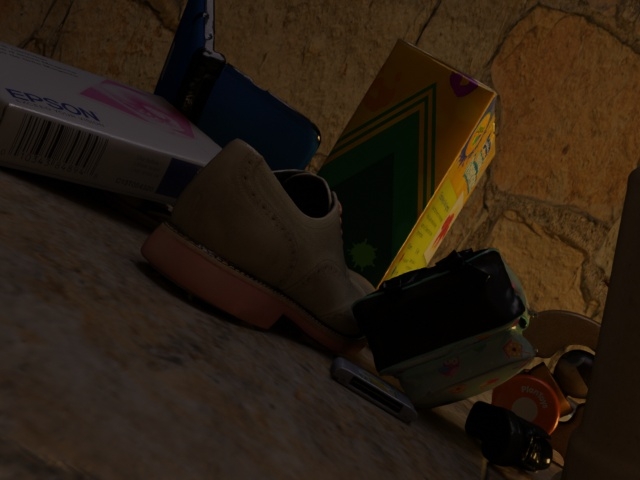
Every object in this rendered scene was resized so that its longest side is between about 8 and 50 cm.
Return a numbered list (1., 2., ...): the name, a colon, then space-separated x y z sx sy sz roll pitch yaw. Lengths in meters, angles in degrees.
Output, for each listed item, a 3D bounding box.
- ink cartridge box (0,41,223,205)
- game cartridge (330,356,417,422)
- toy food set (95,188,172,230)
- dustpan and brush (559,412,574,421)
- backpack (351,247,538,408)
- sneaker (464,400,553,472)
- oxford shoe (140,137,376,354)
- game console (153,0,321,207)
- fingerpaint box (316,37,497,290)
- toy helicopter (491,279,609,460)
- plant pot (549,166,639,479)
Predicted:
1. ink cartridge box: -0.281 -0.152 0.965 0.324 0.071 0.330 12 23 -49
2. game cartridge: 0.048 0.133 0.767 0.083 0.017 0.056 31 -2 -3
3. toy food set: -0.207 -0.046 0.992 0.192 0.038 0.132 32 2 5
4. dustpan and brush: 0.497 0.362 1.464 0.211 0.060 0.147 25 0 32
5. backpack: 0.139 0.090 0.882 0.144 0.166 0.188 65 13 7
6. sneaker: 0.200 0.201 0.854 0.089 0.051 0.170 27 -1 -4
7. oxford shoe: -0.010 0.017 0.858 0.140 0.146 0.397 32 2 25
8. game console: -0.134 -0.167 1.195 0.173 0.293 0.250 11 52 -22
9. fingerpaint box: 0.110 -0.058 1.319 0.163 0.371 0.445 32 3 12
10. toy helicopter: 0.400 0.207 1.067 0.355 0.235 0.140 32 2 13
11. plant pot: 0.369 0.090 0.721 0.334 0.305 0.334 2 1 0
